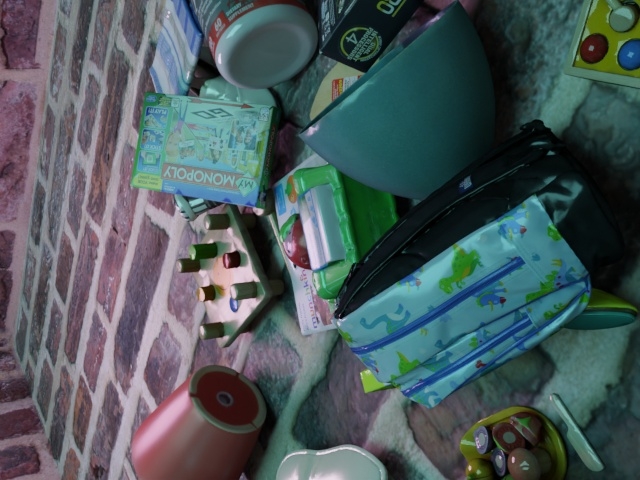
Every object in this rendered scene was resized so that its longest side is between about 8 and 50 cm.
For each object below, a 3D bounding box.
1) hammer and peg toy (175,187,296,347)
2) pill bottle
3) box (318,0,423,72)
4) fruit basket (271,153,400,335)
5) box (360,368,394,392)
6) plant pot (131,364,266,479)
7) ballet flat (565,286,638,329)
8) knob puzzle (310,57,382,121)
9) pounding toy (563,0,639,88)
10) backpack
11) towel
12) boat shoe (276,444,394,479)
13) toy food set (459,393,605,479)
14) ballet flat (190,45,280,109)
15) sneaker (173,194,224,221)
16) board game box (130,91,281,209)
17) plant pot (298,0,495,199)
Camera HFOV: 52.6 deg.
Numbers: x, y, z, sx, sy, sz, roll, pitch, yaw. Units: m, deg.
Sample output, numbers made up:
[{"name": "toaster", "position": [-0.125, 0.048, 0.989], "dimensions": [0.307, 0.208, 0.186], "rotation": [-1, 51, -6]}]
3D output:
[{"name": "hammer and peg toy", "position": [-0.187, 0.058, 1.454], "dimensions": [0.361, 0.127, 0.266], "rotation": [-48, 57, 42]}, {"name": "pill bottle", "position": [-0.161, -0.506, 1.312], "dimensions": [0.210, 0.210, 0.363], "rotation": [-47, 57, 42]}, {"name": "box", "position": [0.106, -0.496, 0.961], "dimensions": [0.318, 0.097, 0.395], "rotation": [-48, 34, 44]}, {"name": "fruit basket", "position": [0.000, 0.000, 1.189], "dimensions": [0.353, 0.165, 0.327], "rotation": [-23, 76, 54]}, {"name": "box", "position": [0.160, 0.201, 1.043], "dimensions": [0.178, 0.109, 0.042], "rotation": [-36, 61, 47]}, {"name": "plant pot", "position": [-0.266, 0.439, 1.497], "dimensions": [0.243, 0.275, 0.275], "rotation": [-56, 51, 26]}, {"name": "ballet flat", "position": [0.313, 0.090, 0.879], "dimensions": [0.231, 0.077, 0.077], "rotation": [-27, 49, 51]}, {"name": "knob puzzle", "position": [0.050, -0.241, 1.211], "dimensions": [0.213, 0.030, 0.213], "rotation": [7, 99, 51]}, {"name": "pounding toy", "position": [0.357, -0.259, 0.767], "dimensions": [0.130, 0.100, 0.141], "rotation": [30, 116, 46]}, {"name": "backpack", "position": [0.180, 0.044, 0.827], "dimensions": [0.355, 0.290, 0.273], "rotation": [-25, 105, 15]}, {"name": "towel", "position": [-0.329, -0.417, 1.461], "dimensions": [0.285, 0.034, 0.209], "rotation": [-56, 47, 47]}, {"name": "boat shoe", "position": [0.037, 0.457, 1.234], "dimensions": [0.305, 0.091, 0.109], "rotation": [-19, 41, 49]}, {"name": "toy food set", "position": [0.277, 0.311, 0.936], "dimensions": [0.218, 0.071, 0.128], "rotation": [-45, 59, 43]}, {"name": "ballet flat", "position": [-0.243, -0.347, 1.493], "dimensions": [0.400, 0.139, 0.139], "rotation": [44, 125, 40]}, {"name": "sneaker", "position": [-0.236, -0.165, 1.522], "dimensions": [0.162, 0.106, 0.281], "rotation": [-15, 45, 17]}, {"name": "board game box", "position": [-0.250, -0.196, 1.388], "dimensions": [0.317, 0.046, 0.213], "rotation": [10, 91, 20]}, {"name": "plant pot", "position": [0.140, -0.175, 0.948], "dimensions": [0.195, 0.290, 0.290], "rotation": [49, 140, -11]}]
